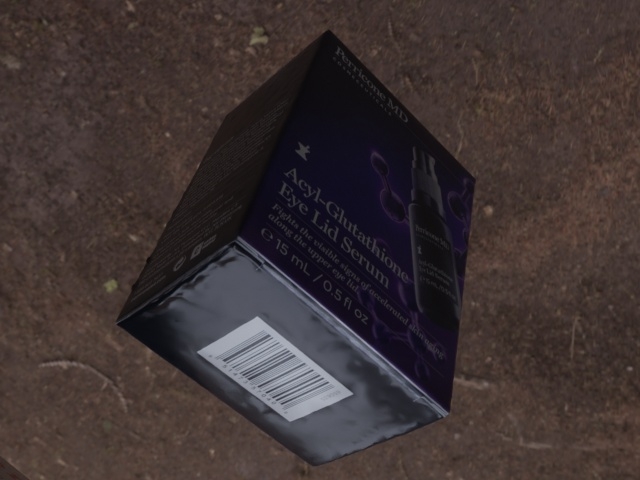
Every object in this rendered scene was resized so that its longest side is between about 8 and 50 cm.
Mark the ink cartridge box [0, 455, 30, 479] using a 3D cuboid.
[{"bbox_3d":[-0.248,0.169,0.416,0.207,0.117,0.283,34,169,11],"label":"ink cartridge box"}]

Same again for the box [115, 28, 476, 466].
[{"bbox_3d":[0.000,0.000,0.478,0.153,0.207,0.108,40,130,-22],"label":"box"}]
